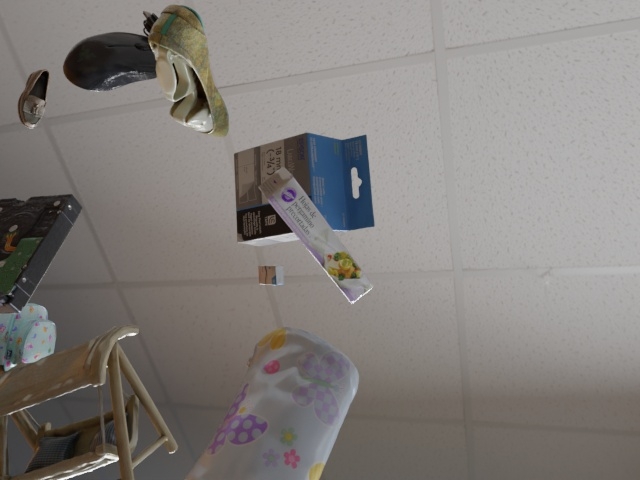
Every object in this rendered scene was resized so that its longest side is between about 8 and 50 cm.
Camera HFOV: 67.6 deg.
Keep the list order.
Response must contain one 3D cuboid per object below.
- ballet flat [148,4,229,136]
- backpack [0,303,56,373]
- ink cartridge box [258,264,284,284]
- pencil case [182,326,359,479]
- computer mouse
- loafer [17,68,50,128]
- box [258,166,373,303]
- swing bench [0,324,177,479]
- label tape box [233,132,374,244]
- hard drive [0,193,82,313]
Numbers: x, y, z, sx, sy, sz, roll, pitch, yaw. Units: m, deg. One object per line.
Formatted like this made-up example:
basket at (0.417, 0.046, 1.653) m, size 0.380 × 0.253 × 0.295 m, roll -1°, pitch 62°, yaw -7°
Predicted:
ballet flat at (-0.273, -0.308, 0.988) m, size 0.123 × 0.123 × 0.349 m, roll 16°, pitch -26°, yaw 7°
backpack at (-0.827, 0.264, 1.318) m, size 0.144 × 0.166 × 0.189 m, roll -5°, pitch -99°, yaw 5°
ink cartridge box at (-0.130, 0.086, 1.201) m, size 0.083 × 0.028 × 0.048 m, roll -3°, pitch -90°, yaw 43°
pencil case at (-0.062, 0.213, 0.453) m, size 0.124 × 0.273 × 0.114 m, roll 25°, pitch -40°, yaw 7°
computer mouse at (-0.441, -0.425, 1.077) m, size 0.189 × 0.272 × 0.072 m, roll 55°, pitch -29°, yaw 7°
loafer at (-0.563, -0.284, 0.945) m, size 0.039 × 0.125 × 0.045 m, roll -13°, pitch -23°, yaw 34°
box at (0.000, 0.000, 0.942) m, size 0.063 × 0.067 × 0.324 m, roll -39°, pitch -56°, yaw -2°
swing bench at (-0.430, 0.309, 0.828) m, size 0.253 × 0.165 × 0.255 m, roll -22°, pitch -94°, yaw 8°
label tape box at (-0.049, -0.130, 1.178) m, size 0.333 × 0.105 × 0.241 m, roll -10°, pitch -102°, yaw 27°
hard drive at (-0.774, 0.027, 1.192) m, size 0.236 × 0.339 × 0.064 m, roll -3°, pitch -42°, yaw 12°
